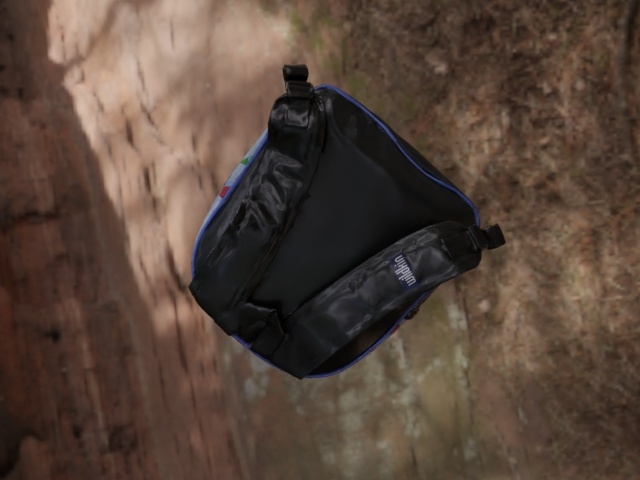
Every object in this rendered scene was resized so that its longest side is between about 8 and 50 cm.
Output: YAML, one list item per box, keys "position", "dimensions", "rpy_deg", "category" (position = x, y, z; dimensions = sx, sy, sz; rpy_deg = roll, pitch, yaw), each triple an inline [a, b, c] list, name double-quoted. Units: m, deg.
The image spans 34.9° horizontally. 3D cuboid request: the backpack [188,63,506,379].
- position: [0.000, 0.000, 1.062]
  dimensions: [0.276, 0.263, 0.213]
  rpy_deg: [42, -179, 2]
  category: "backpack"
